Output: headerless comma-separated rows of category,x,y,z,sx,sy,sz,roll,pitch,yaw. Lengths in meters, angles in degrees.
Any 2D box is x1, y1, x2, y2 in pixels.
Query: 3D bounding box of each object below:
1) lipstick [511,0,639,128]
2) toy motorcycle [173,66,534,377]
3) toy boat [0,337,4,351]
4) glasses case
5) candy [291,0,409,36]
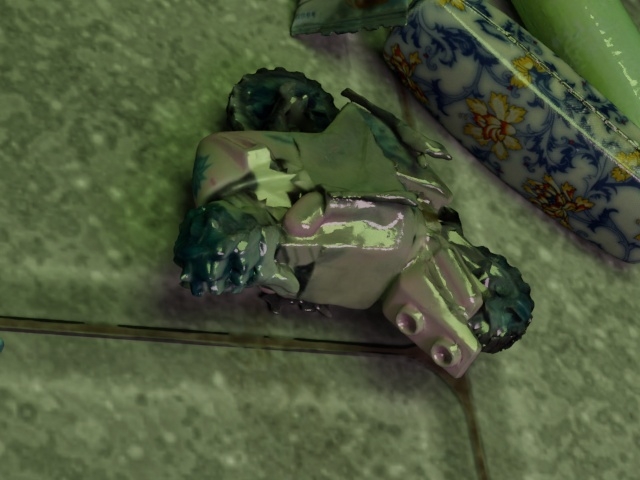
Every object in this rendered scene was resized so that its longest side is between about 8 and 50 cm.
lipstick,0.187,-0.180,1.204,0.076,0.076,0.304,-13,69,-36
toy motorcycle,-0.002,0.004,0.961,0.239,0.108,0.204,31,40,24
toy boat,-0.220,0.101,0.789,0.058,0.069,0.173,29,49,7
glasses case,0.153,-0.081,1.113,0.248,0.087,0.065,40,44,-4
candy,0.026,-0.193,1.127,0.088,0.038,0.136,-5,52,18
